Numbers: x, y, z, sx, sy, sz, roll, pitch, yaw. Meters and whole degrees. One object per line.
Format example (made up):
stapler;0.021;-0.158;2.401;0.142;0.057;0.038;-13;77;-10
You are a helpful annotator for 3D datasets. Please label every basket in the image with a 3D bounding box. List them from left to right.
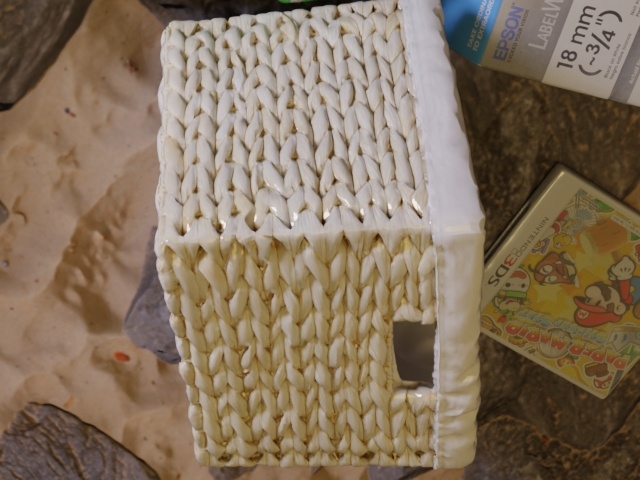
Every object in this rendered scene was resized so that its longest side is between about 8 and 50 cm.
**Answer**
basket;0.000;0.000;1.247;0.266;0.331;0.328;-5;135;-1

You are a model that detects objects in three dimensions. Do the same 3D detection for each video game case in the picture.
video game case;0.288;0.050;1.508;0.227;0.026;0.206;29;111;-19

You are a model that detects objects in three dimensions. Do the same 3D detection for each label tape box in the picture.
label tape box;0.226;-0.274;1.291;0.333;0.106;0.241;12;114;-12

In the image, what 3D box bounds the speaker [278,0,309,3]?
speaker;-0.135;-0.287;1.231;0.296;0.131;0.131;5;116;-9
